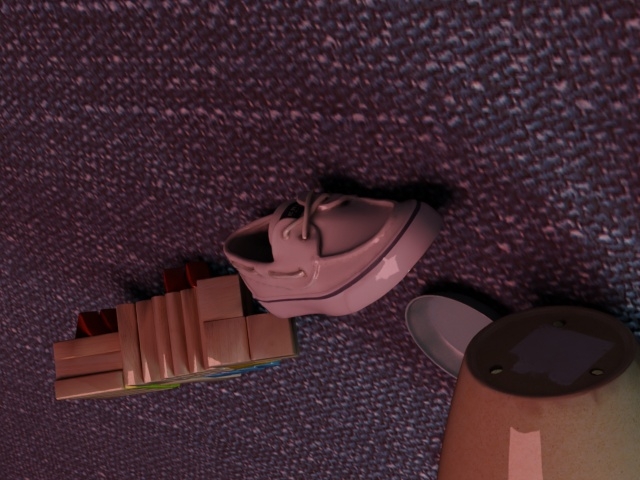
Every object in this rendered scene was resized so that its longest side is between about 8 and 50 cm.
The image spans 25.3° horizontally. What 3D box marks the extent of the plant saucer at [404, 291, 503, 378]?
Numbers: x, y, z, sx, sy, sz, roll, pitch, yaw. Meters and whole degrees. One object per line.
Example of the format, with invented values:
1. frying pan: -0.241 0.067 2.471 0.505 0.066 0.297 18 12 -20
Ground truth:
1. plant saucer: 0.127 0.082 1.206 0.119 0.021 0.119 28 149 19

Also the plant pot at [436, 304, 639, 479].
1. plant pot: 0.193 0.198 1.109 0.256 0.256 0.274 13 125 39

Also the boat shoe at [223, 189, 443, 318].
1. boat shoe: 0.000 0.000 1.170 0.088 0.096 0.267 42 160 -16

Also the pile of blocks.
1. pile of blocks: -0.136 0.086 1.456 0.362 0.149 0.113 -16 78 46
